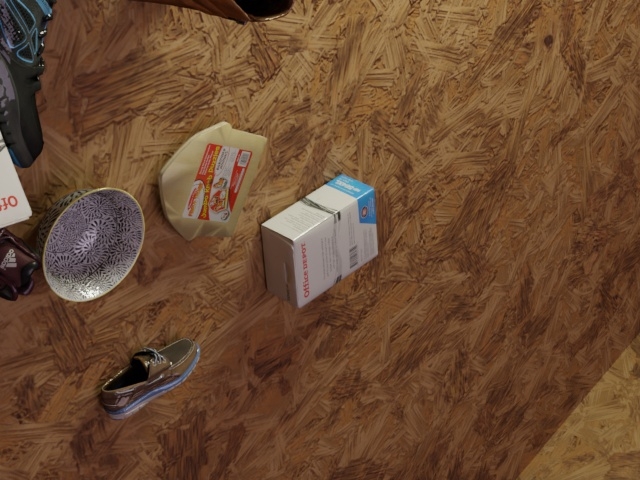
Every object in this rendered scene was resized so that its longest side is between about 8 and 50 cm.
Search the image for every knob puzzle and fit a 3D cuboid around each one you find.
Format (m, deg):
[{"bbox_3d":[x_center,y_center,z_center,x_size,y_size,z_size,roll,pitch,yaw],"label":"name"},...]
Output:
[{"bbox_3d":[-0.181,-0.093,1.819,0.213,0.030,0.213,-30,134,-36],"label":"knob puzzle"}]

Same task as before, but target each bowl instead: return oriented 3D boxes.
[{"bbox_3d":[-0.334,-0.007,1.645,0.170,0.080,0.170,-30,134,-37],"label":"bowl"}]

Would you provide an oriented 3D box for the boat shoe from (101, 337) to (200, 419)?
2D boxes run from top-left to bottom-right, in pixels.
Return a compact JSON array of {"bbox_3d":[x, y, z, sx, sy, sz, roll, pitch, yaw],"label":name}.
[{"bbox_3d":[-0.266,0.207,1.879,0.183,0.066,0.066,-40,138,-27],"label":"boat shoe"}]

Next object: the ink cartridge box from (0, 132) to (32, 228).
[{"bbox_3d":[-0.432,-0.098,1.294,0.160,0.093,0.219,-24,96,-55],"label":"ink cartridge box"}]

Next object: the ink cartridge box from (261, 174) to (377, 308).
[{"bbox_3d":[0.000,0.000,2.053,0.203,0.086,0.148,-32,134,-34],"label":"ink cartridge box"}]

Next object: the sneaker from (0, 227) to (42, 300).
[{"bbox_3d":[-0.414,-0.018,1.433,0.106,0.162,0.281,-53,155,-16],"label":"sneaker"}]

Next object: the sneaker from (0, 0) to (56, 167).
[{"bbox_3d":[-0.365,-0.241,1.410,0.140,0.125,0.341,-31,134,-30],"label":"sneaker"}]

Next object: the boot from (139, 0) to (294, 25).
[{"bbox_3d":[-0.191,-0.323,1.494,0.283,0.220,0.109,-5,116,-49],"label":"boot"}]
